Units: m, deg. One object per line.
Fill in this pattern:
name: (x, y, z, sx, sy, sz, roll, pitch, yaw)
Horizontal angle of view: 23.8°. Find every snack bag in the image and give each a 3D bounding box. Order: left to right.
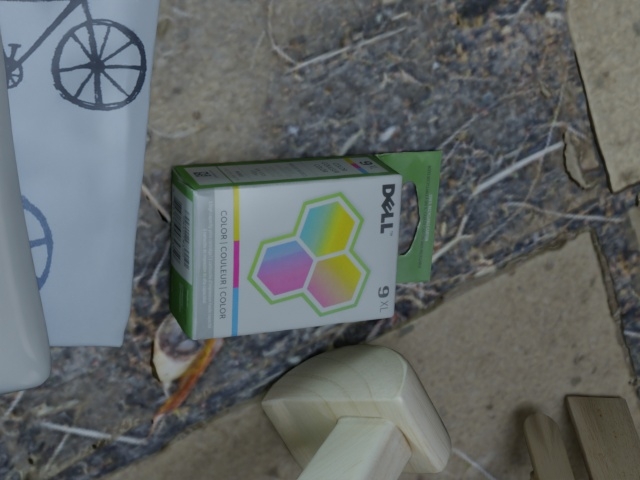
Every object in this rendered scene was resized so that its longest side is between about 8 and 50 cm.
snack bag: (-0.261, -0.093, 0.953, 0.323, 0.037, 0.343, 2, 106, -24)

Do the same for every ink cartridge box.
ink cartridge box: (0.000, 0.000, 1.079, 0.209, 0.062, 0.109, -5, 111, -21)

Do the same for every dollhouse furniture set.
dollhouse furniture set: (0.172, 0.218, 1.253, 0.144, 0.123, 0.151, 5, 142, -24)

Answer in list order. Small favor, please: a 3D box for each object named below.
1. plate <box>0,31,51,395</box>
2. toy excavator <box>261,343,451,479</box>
plate: (-0.311, -0.001, 0.916, 0.277, 0.045, 0.278, -12, 110, -19)
toy excavator: (-0.127, 0.286, 1.026, 0.445, 0.433, 0.222, -19, 119, 17)
